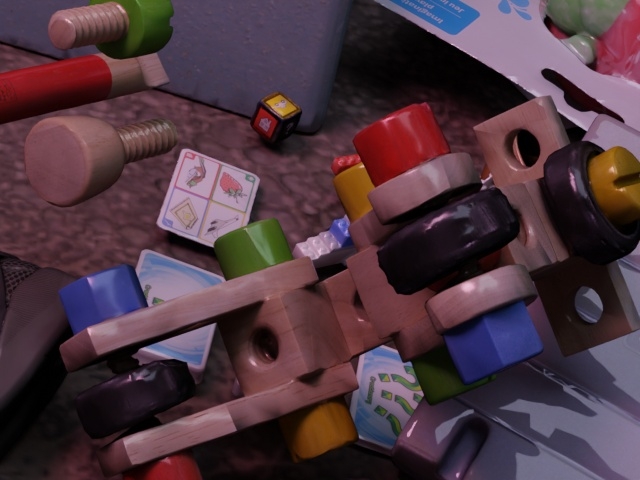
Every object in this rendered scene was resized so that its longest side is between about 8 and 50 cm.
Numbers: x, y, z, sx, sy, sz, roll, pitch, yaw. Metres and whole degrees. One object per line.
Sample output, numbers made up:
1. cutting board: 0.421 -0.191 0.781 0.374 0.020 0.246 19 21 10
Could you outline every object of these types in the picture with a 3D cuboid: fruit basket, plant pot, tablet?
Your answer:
1. fruit basket: 0.246 -0.163 1.286 0.327 0.165 0.353 33 38 15
2. plant pot: -0.071 -0.263 1.199 0.247 0.252 0.247 16 40 -5
3. tablet: 0.154 -0.105 1.312 0.054 0.006 0.083 -15 51 -36

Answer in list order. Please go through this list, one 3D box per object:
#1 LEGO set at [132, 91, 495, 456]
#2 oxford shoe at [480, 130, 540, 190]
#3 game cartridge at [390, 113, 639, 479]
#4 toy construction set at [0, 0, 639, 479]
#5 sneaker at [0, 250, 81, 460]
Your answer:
1. LEGO set: 0.000 0.000 1.082 0.182 0.060 0.244 21 38 -6
2. oxford shoe: 0.175 0.012 1.131 0.212 0.076 0.076 39 40 19
3. game cartridge: 0.244 0.106 0.987 0.355 0.068 0.230 30 65 11
4. toy construction set: 0.009 -0.003 0.923 0.309 0.257 0.237 44 34 17
5. sneaker: -0.205 0.066 0.892 0.130 0.087 0.227 24 36 6
